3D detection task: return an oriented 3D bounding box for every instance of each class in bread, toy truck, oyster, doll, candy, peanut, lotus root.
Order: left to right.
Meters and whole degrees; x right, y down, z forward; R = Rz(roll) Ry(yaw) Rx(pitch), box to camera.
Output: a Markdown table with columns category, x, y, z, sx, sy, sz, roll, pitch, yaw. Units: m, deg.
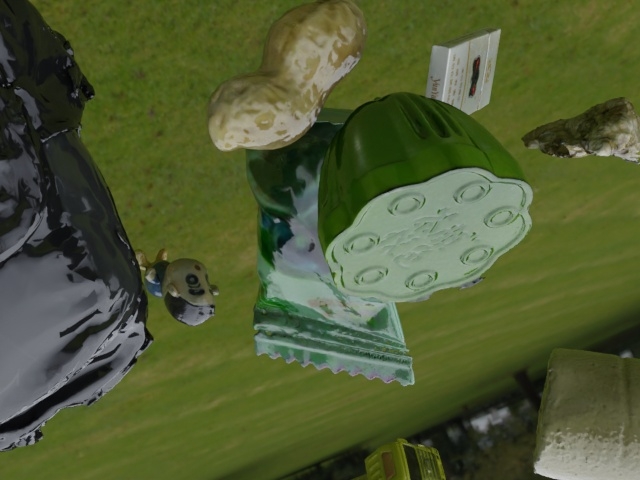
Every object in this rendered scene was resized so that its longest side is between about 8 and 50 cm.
| category | x | y | z | sx | sy | sz | roll | pitch | yaw |
| --- | --- | --- | --- | --- | --- | --- | --- | --- | --- |
| doll | -0.207 | 0.057 | 1.176 | 0.102 | 0.179 | 0.089 | -1 | 122 | -49 |
| peanut | -0.033 | -0.176 | 0.878 | 0.229 | 0.103 | 0.098 | -53 | -170 | -16 |
| candy | -0.003 | 0.002 | 1.090 | 0.262 | 0.398 | 0.172 | 10 | -159 | 37 |
| toy truck | 0.097 | 0.479 | 1.503 | 0.157 | 0.124 | 0.272 | 25 | 124 | -29 |
| lotus root | 0.071 | -0.061 | 0.701 | 0.186 | 0.186 | 0.186 | -20 | 162 | -7 |
| oyster | 0.147 | -0.066 | 0.469 | 0.083 | 0.038 | 0.080 | 16 | -162 | 41 |
| bread | 0.314 | 0.198 | 0.899 | 0.141 | 0.148 | 0.134 | 5 | 140 | 23 |

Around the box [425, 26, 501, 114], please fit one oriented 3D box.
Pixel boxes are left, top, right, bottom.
| category | x | y | z | sx | sy | sz | roll | pitch | yaw |
| --- | --- | --- | --- | --- | --- | --- | --- | --- | --- |
| box | 0.156 | -0.179 | 0.892 | 0.167 | 0.024 | 0.090 | -34 | 134 | -54 |

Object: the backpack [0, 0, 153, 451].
| category | x | y | z | sx | sy | sz | roll | pitch | yaw |
| --- | --- | --- | --- | --- | --- | --- | --- | --- | --- |
| backpack | -0.345 | -0.014 | 0.724 | 0.363 | 0.446 | 0.255 | -27 | -173 | -14 |
